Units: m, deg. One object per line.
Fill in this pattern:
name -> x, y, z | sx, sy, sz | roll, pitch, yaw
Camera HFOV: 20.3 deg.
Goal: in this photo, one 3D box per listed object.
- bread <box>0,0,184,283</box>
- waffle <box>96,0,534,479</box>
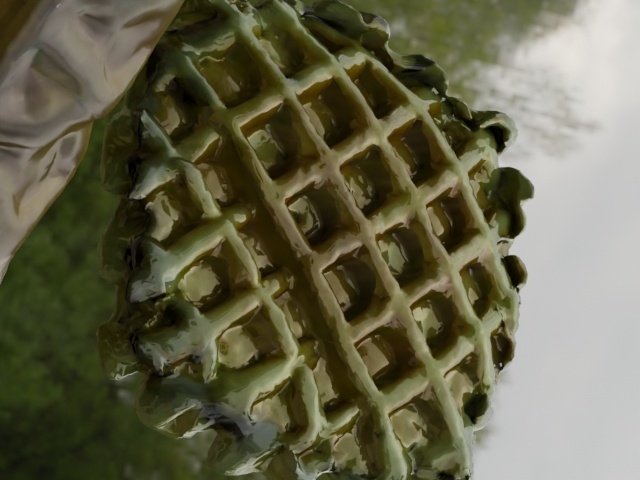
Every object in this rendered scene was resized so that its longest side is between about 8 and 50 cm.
bread -> -0.131, -0.032, 0.563 | 0.269, 0.098, 0.087 | -54, -178, 9
waffle -> 0.000, 0.000, 0.751 | 0.054, 0.208, 0.214 | -16, -123, 54
